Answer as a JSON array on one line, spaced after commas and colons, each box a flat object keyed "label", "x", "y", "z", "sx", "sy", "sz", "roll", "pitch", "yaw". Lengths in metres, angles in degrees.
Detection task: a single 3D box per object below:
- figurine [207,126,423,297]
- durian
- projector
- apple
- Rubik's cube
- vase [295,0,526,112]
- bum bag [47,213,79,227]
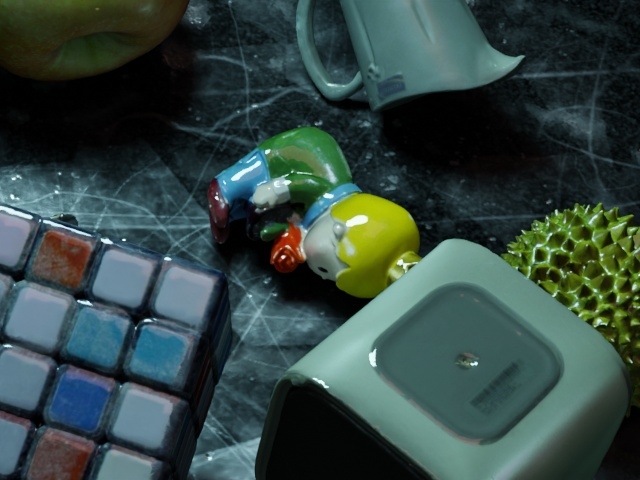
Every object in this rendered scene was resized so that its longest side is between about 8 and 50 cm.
[{"label": "figurine", "x": -0.001, "y": -0.005, "z": 2.030, "sx": 0.185, "sy": 0.127, "sz": 0.234, "roll": -27, "pitch": 71, "yaw": -24}, {"label": "durian", "x": 0.277, "y": 0.070, "z": 1.996, "sx": 0.200, "sy": 0.176, "sz": 0.237, "roll": 3, "pitch": 60, "yaw": 16}, {"label": "projector", "x": 0.115, "y": 0.185, "z": 1.808, "sx": 0.248, "sy": 0.248, "sz": 0.249, "roll": 38, "pitch": 54, "yaw": 19}, {"label": "apple", "x": -0.294, "y": -0.324, "z": 2.108, "sx": 0.319, "sy": 0.319, "sz": 0.277, "roll": -4, "pitch": 65, "yaw": -15}, {"label": "Rubik's cube", "x": -0.253, "y": 0.144, "z": 1.684, "sx": 0.287, "sy": 0.293, "sz": 0.292, "roll": 17, "pitch": 76, "yaw": 2}, {"label": "vase", "x": 0.073, "y": -0.290, "z": 2.189, "sx": 0.301, "sy": 0.251, "sz": 0.156, "roll": 68, "pitch": 23, "yaw": 0}, {"label": "bum bag", "x": -0.210, "y": 0.046, "z": 1.970, "sx": 0.248, "sy": 0.069, "sz": 0.102, "roll": 29, "pitch": 42, "yaw": 20}]
